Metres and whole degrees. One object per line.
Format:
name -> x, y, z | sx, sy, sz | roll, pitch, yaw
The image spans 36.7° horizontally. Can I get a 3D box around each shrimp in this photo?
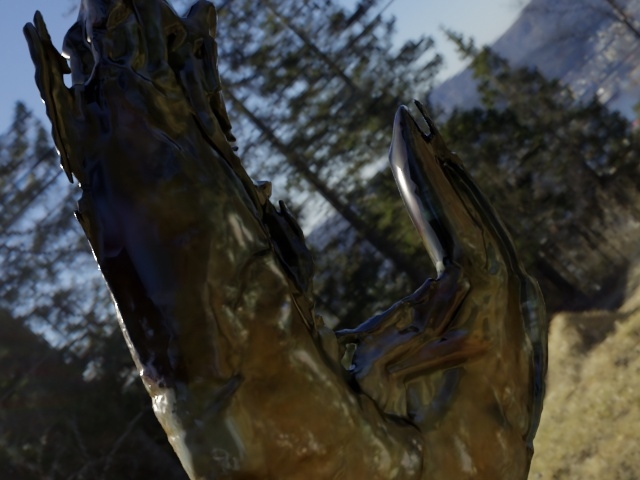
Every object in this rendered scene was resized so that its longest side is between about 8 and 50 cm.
shrimp -> 0.000, 0.000, 0.487 | 0.233, 0.364, 0.071 | -21, -3, -32
